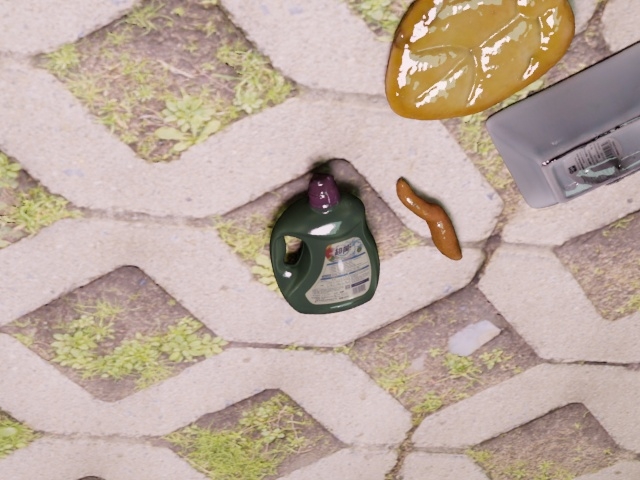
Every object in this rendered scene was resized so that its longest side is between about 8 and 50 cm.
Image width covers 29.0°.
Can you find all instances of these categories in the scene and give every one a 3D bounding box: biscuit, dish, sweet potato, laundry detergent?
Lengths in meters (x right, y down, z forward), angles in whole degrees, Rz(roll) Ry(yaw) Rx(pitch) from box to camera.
[{"bbox_3d":[0.187,-0.235,1.495,0.260,0.041,0.203,-38,129,19],"label":"biscuit"},{"bbox_3d":[0.360,-0.129,1.607,0.243,0.080,0.182,-26,132,12],"label":"dish"},{"bbox_3d":[0.157,-0.024,1.685,0.044,0.044,0.179,-29,133,14],"label":"sweet potato"},{"bbox_3d":[0.000,0.000,1.642,0.144,0.078,0.221,-11,134,2],"label":"laundry detergent"}]
